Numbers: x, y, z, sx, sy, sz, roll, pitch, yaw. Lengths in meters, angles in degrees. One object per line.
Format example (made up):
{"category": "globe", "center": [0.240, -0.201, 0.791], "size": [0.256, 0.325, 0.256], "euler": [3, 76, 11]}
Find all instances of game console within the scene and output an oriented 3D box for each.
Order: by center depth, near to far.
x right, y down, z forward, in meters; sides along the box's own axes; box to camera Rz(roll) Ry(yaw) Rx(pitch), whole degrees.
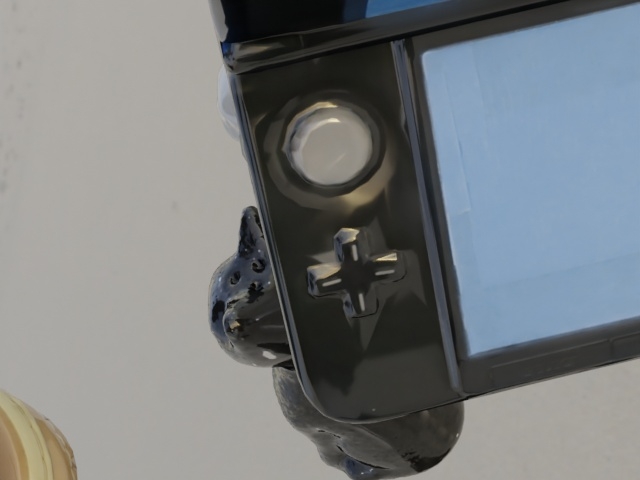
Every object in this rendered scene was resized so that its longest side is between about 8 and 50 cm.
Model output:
{"category": "game console", "center": [0.123, -0.039, 0.387], "size": [0.173, 0.293, 0.250], "euler": [-106, 4, -63]}

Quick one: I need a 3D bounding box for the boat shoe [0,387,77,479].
{"category": "boat shoe", "center": [-0.189, 0.182, 0.564], "size": [0.341, 0.110, 0.121], "euler": [-50, 56, 27]}

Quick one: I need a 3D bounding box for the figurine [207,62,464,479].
{"category": "figurine", "center": [0.000, 0.000, 0.710], "size": [0.092, 0.209, 0.214], "euler": [-14, 58, 20]}
